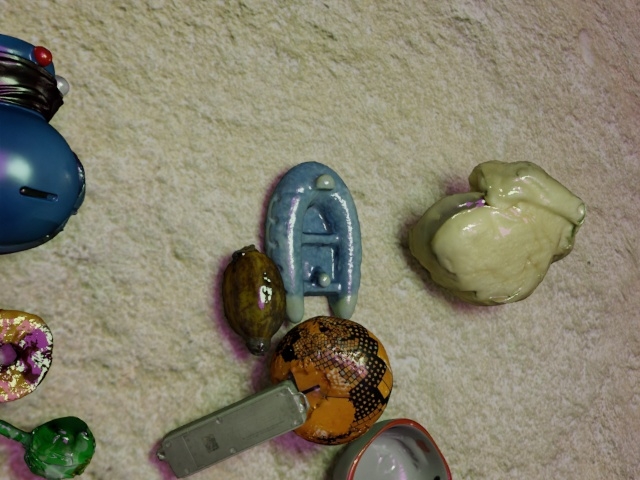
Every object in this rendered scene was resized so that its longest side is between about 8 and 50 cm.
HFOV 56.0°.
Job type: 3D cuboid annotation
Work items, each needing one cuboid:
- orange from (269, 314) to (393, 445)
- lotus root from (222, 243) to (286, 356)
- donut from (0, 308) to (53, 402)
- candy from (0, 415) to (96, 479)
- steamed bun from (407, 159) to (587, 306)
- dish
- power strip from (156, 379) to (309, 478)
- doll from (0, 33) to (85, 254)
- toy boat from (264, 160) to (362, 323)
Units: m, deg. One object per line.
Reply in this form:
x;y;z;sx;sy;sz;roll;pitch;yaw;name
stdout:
0.020;0.254;1.113;0.234;0.182;0.235;0;91;12;orange
-0.119;0.109;1.116;0.120;0.120;0.210;-3;79;-31;lotus root
-0.480;0.174;0.917;0.140;0.059;0.141;11;68;-31;donut
-0.496;0.272;0.894;0.323;0.097;0.097;26;67;-15;candy
0.392;-0.024;1.375;0.372;0.230;0.325;-35;117;-2;steamed bun
0.128;0.481;1.189;0.256;0.117;0.257;7;77;-29;dish
-0.144;0.318;1.021;0.272;0.052;0.078;-25;92;3;power strip
-0.477;-0.133;0.881;0.284;0.240;0.310;12;78;-58;doll
0.000;0.000;1.210;0.215;0.123;0.330;4;79;-29;toy boat
